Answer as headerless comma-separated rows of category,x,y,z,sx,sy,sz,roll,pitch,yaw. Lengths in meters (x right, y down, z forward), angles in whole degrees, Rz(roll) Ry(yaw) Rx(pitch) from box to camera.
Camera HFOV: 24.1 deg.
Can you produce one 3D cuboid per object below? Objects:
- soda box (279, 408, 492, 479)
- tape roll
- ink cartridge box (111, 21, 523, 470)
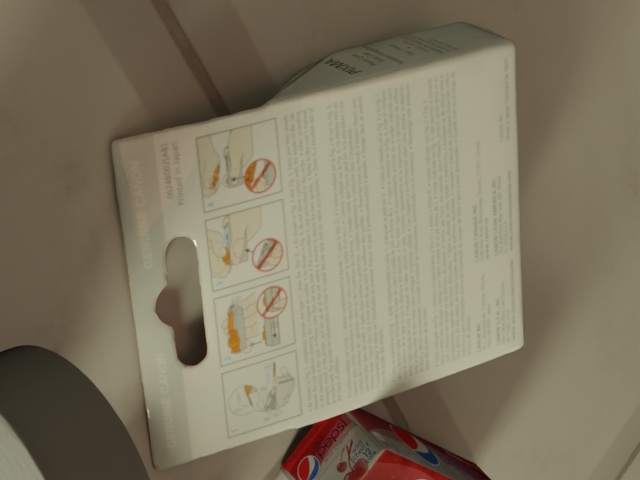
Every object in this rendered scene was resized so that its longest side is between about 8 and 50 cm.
soda box,0.084,0.240,1.443,0.092,0.083,0.263,-52,139,5
tape roll,-0.202,0.186,1.032,0.072,0.219,0.219,-20,117,-40
ink cartridge box,0.000,0.000,1.312,0.385,0.091,0.308,-16,117,-24
